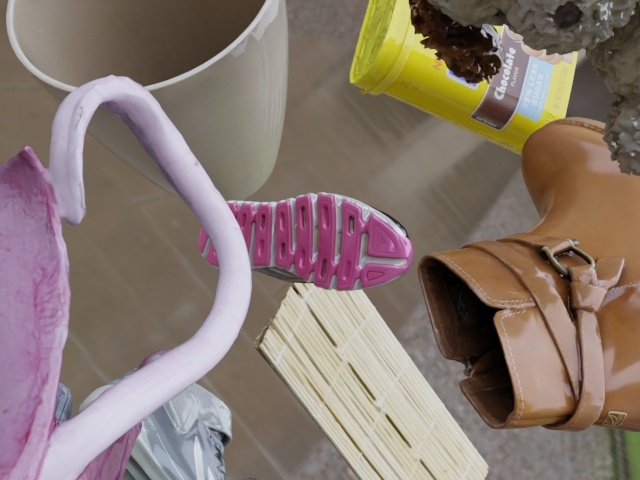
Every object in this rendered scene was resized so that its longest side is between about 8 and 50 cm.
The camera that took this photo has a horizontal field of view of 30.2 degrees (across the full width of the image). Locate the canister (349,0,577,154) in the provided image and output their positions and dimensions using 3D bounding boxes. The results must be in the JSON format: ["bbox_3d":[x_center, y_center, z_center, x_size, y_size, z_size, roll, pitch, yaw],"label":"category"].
[{"bbox_3d":[0.122,-0.154,0.981,0.170,0.073,0.126,22,67,-16],"label":"canister"}]

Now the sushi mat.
[{"bbox_3d":[0.056,0.160,1.118,0.316,0.019,0.151,54,45,-21],"label":"sushi mat"}]

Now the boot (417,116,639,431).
[{"bbox_3d":[0.156,0.017,0.832,0.220,0.109,0.283,-4,52,-27],"label":"boot"}]

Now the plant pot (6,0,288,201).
[{"bbox_3d":[-0.132,-0.158,1.173,0.256,0.256,0.274,59,-5,34],"label":"plant pot"}]

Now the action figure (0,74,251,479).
[{"bbox_3d":[-0.136,0.146,0.436,0.248,0.275,0.370,51,17,-20],"label":"action figure"}]

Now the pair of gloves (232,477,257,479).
[{"bbox_3d":[-0.068,0.167,0.641,0.010,0.074,0.083,21,14,39],"label":"pair of gloves"}]

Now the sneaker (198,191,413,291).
[{"bbox_3d":[0.000,0.000,0.807,0.075,0.170,0.063,3,90,-51],"label":"sneaker"}]

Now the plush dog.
[{"bbox_3d":[0.160,-0.174,0.656,0.262,0.225,0.211,108,-18,-61],"label":"plush dog"}]

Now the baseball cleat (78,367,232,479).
[{"bbox_3d":[-0.082,0.174,0.856,0.206,0.072,0.109,51,45,9],"label":"baseball cleat"}]
